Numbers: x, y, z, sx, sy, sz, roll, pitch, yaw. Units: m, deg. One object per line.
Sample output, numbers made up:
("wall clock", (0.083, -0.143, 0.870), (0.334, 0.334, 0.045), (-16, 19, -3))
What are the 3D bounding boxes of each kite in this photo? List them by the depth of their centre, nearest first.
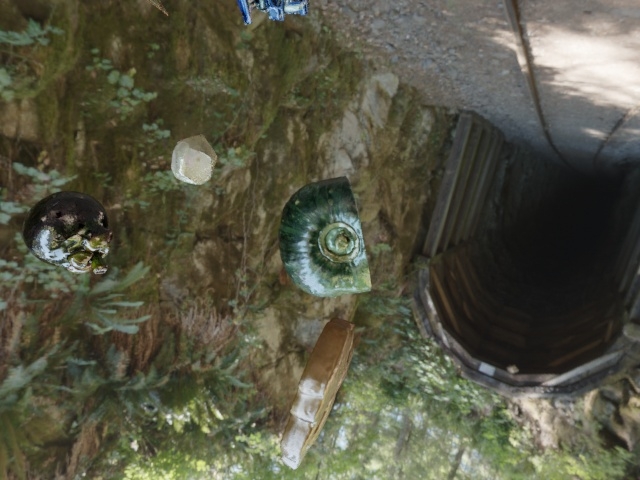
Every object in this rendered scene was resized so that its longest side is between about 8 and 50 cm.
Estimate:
("kite", (-0.540, -0.769, 1.228), (0.244, 0.006, 0.198), (47, -160, -43))

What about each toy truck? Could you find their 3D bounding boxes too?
("toy truck", (-0.132, -0.597, 1.004), (0.208, 0.126, 0.113), (10, 166, 5))

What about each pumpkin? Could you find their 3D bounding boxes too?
("pumpkin", (0.000, 0.000, 1.012), (0.197, 0.292, 0.263), (-10, -160, 3))

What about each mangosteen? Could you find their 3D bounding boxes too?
("mangosteen", (-0.814, -0.010, 1.385), (0.302, 0.275, 0.275), (49, -163, 0))

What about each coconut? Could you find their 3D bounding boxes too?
("coconut", (-0.315, -0.206, 1.050), (0.110, 0.124, 0.110), (16, -164, -5))

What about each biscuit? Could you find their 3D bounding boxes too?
("biscuit", (0.001, 0.197, 0.545), (0.044, 0.186, 0.295), (20, 151, 8))
